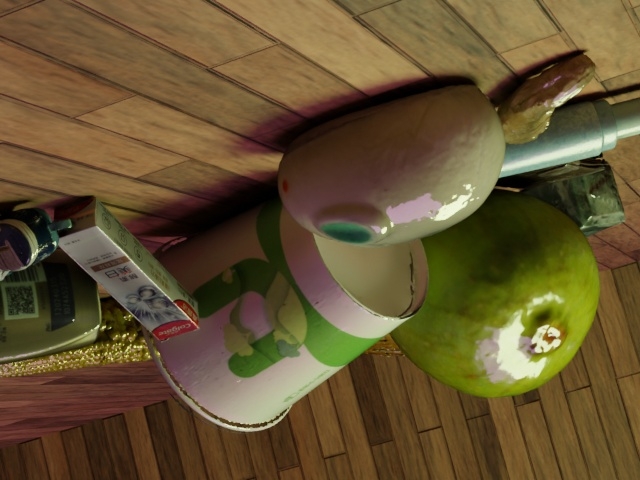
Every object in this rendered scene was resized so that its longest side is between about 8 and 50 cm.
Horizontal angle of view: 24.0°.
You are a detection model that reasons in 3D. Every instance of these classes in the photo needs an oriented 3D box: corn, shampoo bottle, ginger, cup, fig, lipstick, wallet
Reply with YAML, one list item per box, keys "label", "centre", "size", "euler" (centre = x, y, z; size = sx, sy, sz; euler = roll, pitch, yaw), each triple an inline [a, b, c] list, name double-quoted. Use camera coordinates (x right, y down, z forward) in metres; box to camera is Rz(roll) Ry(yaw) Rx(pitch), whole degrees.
- label: "corn"
  centre: [-0.334, 0.135, 2.091]
  size: [0.320, 0.097, 0.097]
  euler: [-8, 168, -28]
- label: "shampoo bottle"
  centre: [-0.399, 0.073, 1.532]
  size: [0.350, 0.125, 0.084]
  euler: [-5, 169, -34]
- label: "ginger"
  centre: [0.215, -0.135, 1.507]
  size: [0.069, 0.051, 0.173]
  euler: [-15, 173, -19]
- label: "cup"
  centre: [-0.032, 0.059, 1.725]
  size: [0.274, 0.253, 0.253]
  euler: [-31, 163, 36]
- label: "fig"
  centre: [0.185, 0.052, 1.889]
  size: [0.258, 0.258, 0.326]
  euler: [-7, -158, -40]
- label: "lipstick"
  centre: [0.316, -0.128, 1.660]
  size: [0.274, 0.061, 0.068]
  euler: [-14, 162, -5]
- label: "wallet"
  centre: [0.252, -0.093, 1.828]
  size: [0.124, 0.042, 0.230]
  euler: [-13, 170, 30]

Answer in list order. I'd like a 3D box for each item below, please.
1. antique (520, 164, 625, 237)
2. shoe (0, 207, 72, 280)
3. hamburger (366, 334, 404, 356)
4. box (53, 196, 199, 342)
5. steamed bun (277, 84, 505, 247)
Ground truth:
- label: "antique"
  centre: [0.342, -0.041, 2.128]
  size: [0.086, 0.088, 0.183]
  euler: [-9, 168, -33]
- label: "shoe"
  centre: [-0.304, 0.001, 1.486]
  size: [0.071, 0.064, 0.143]
  euler: [-31, -173, -35]
- label: "hamburger"
  centre: [0.118, 0.083, 2.296]
  size: [0.284, 0.174, 0.304]
  euler: [-4, 165, 7]
- label: "box"
  centre: [-0.200, 0.033, 1.575]
  size: [0.055, 0.039, 0.218]
  euler: [-19, 141, 18]
- label: "steamed bun"
  centre: [0.073, -0.062, 1.469]
  size: [0.228, 0.130, 0.177]
  euler: [-18, 172, 6]
